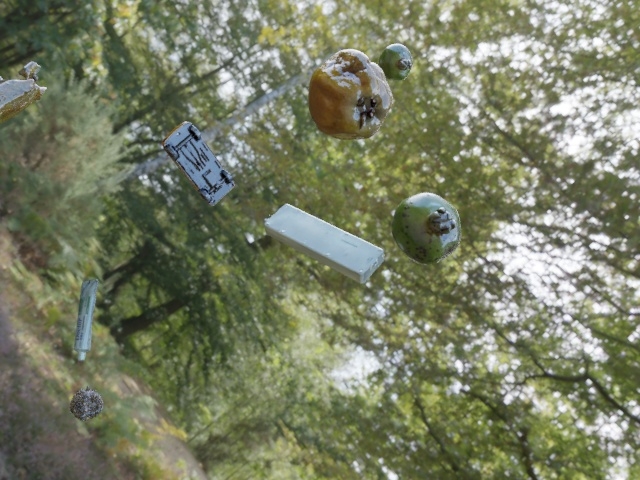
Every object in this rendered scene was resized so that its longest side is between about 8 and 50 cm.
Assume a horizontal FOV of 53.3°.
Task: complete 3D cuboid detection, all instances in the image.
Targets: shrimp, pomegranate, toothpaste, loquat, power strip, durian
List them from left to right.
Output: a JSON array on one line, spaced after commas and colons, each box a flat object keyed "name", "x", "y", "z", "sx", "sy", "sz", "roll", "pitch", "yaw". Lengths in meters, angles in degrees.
[{"name": "shrimp", "x": -0.461, "y": -0.190, "z": 0.858, "sx": 0.132, "sy": 0.187, "sz": 0.051, "roll": 34, "pitch": -36, "yaw": 38}, {"name": "toothpaste", "x": -0.627, "y": 0.211, "z": 1.702, "sx": 0.064, "sy": 0.218, "sz": 0.041, "roll": -10, "pitch": -20, "yaw": 30}, {"name": "durian", "x": -0.574, "y": 0.400, "z": 1.571, "sx": 0.080, "sy": 0.080, "sz": 0.091, "roll": 26, "pitch": -75, "yaw": 57}, {"name": "power strip", "x": 0.000, "y": 0.000, "z": 1.706, "sx": 0.367, "sy": 0.106, "sz": 0.043, "roll": 27, "pitch": -36, "yaw": 29}, {"name": "loquat", "x": 0.043, "y": -0.207, "z": 0.929, "sx": 0.113, "sy": 0.137, "sz": 0.137, "roll": 18, "pitch": 10, "yaw": -40}, {"name": "pomegranate", "x": 0.154, "y": -0.358, "z": 1.272, "sx": 0.073, "sy": 0.073, "sz": 0.084, "roll": 55, "pitch": -22, "yaw": -3}, {"name": "pomegranate", "x": 0.299, "y": -0.036, "z": 1.738, "sx": 0.202, "sy": 0.202, "sz": 0.248, "roll": 55, "pitch": -10, "yaw": -3}]

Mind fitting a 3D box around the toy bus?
[{"name": "toy bus", "x": -0.283, "y": -0.176, "z": 1.443, "sx": 0.088, "sy": 0.083, "sz": 0.194, "roll": 26, "pitch": -25, "yaw": 52}]
